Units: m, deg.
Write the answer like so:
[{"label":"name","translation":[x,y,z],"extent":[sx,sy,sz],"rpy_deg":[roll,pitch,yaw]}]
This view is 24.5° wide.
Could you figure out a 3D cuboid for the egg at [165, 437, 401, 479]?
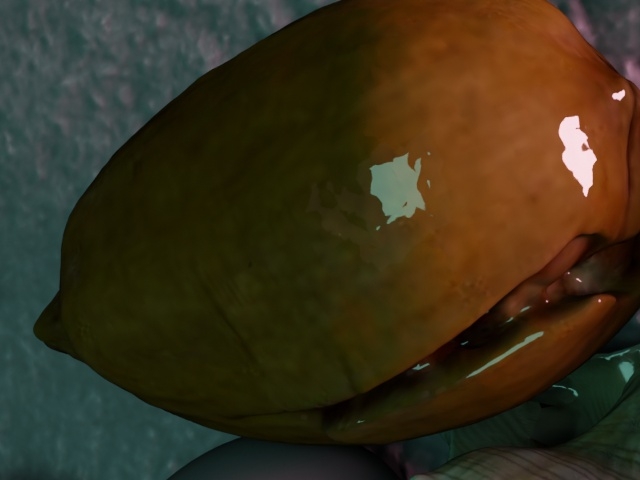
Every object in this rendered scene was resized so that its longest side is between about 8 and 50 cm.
[{"label":"egg","translation":[-0.034,0.179,0.727],"extent":[0.146,0.146,0.198],"rpy_deg":[37,63,21]}]

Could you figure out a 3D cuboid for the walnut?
[{"label":"walnut","translation":[0.000,0.000,0.702],"extent":[0.336,0.209,0.209],"rpy_deg":[-18,82,25]}]

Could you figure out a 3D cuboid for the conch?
[{"label":"conch","translation":[0.102,0.127,0.695],"extent":[0.137,0.234,0.114],"rpy_deg":[10,126,42]}]
